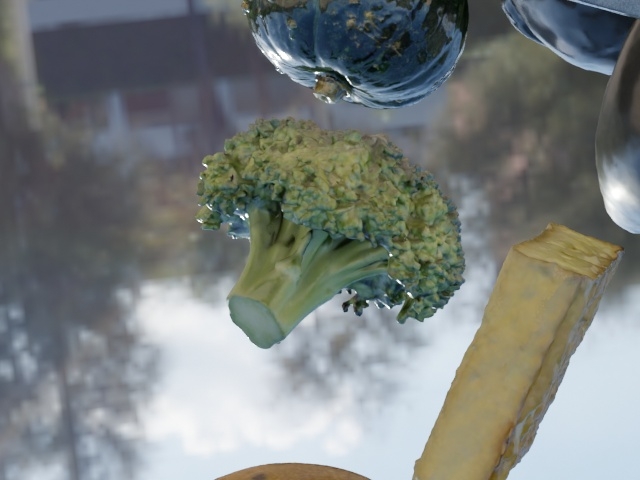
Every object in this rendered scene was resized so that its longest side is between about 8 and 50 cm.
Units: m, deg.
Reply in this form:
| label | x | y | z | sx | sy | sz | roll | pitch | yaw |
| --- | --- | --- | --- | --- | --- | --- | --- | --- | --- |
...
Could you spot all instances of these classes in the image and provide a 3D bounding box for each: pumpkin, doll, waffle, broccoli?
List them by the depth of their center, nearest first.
| label | x | y | z | sx | sy | sz | roll | pitch | yaw |
| --- | --- | --- | --- | --- | --- | --- | --- | --- | --- |
| waffle | 0.127 | 0.076 | 1.248 | 0.057 | 0.168 | 0.274 | 26 | -170 | 9 |
| pumpkin | 0.029 | -0.180 | 1.549 | 0.190 | 0.190 | 0.146 | 0 | -126 | 41 |
| doll | 0.252 | -0.179 | 1.602 | 0.252 | 0.379 | 0.382 | 23 | 159 | 4 |
| broccoli | 0.003 | -0.020 | 2.116 | 0.288 | 0.235 | 0.260 | 5 | -164 | 37 |

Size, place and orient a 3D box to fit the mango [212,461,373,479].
| label | x | y | z | sx | sy | sz | roll | pitch | yaw |
| --- | --- | --- | --- | --- | --- | --- | --- | --- | --- |
| mango | 0.016 | 0.252 | 1.392 | 0.177 | 0.120 | 0.295 | -30 | -124 | -25 |

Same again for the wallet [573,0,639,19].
| label | x | y | z | sx | sy | sz | roll | pitch | yaw |
| --- | --- | --- | --- | --- | --- | --- | --- | --- | --- |
| wallet | 0.151 | -0.224 | 1.297 | 0.232 | 0.119 | 0.025 | 10 | -174 | -27 |
